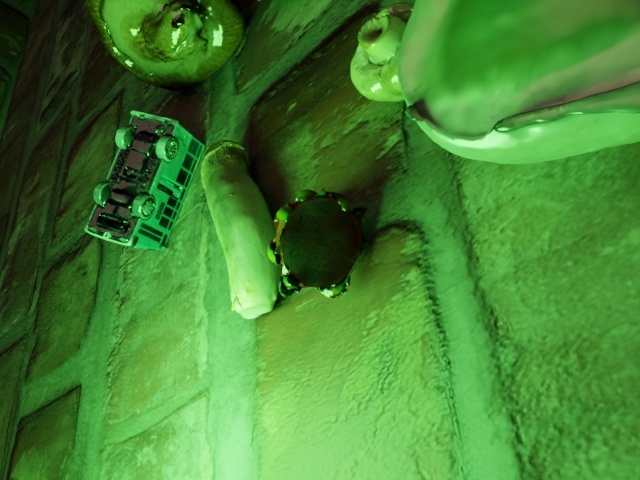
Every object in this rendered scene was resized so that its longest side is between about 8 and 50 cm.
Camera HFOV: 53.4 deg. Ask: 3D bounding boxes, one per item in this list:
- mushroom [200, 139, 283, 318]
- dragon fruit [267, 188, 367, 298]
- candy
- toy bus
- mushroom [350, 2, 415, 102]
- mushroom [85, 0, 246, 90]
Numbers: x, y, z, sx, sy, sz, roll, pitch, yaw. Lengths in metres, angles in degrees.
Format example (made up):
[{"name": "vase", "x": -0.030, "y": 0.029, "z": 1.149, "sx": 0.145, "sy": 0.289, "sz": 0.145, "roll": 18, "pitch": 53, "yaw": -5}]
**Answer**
[{"name": "mushroom", "x": -0.129, "y": -0.031, "z": 1.018, "sx": 0.122, "sy": 0.095, "sz": 0.351, "roll": -62, "pitch": 33, "yaw": 36}, {"name": "dragon fruit", "x": 0.000, "y": 0.000, "z": 0.841, "sx": 0.142, "sy": 0.138, "sz": 0.175, "roll": -18, "pitch": 12, "yaw": -1}, {"name": "candy", "x": 0.277, "y": -0.255, "z": 0.593, "sx": 0.427, "sy": 0.186, "sz": 0.386, "roll": 4, "pitch": 82, "yaw": 47}, {"name": "toy bus", "x": -0.339, "y": -0.107, "z": 1.250, "sx": 0.128, "sy": 0.147, "sz": 0.256, "roll": 16, "pitch": 82, "yaw": 23}, {"name": "mushroom", "x": 0.104, "y": -0.251, "z": 0.851, "sx": 0.148, "sy": 0.112, "sz": 0.148, "roll": -19, "pitch": 57, "yaw": 32}, {"name": "mushroom", "x": -0.338, "y": -0.455, "z": 1.320, "sx": 0.345, "sy": 0.345, "sz": 0.259, "roll": -25, "pitch": 33, "yaw": 39}]
